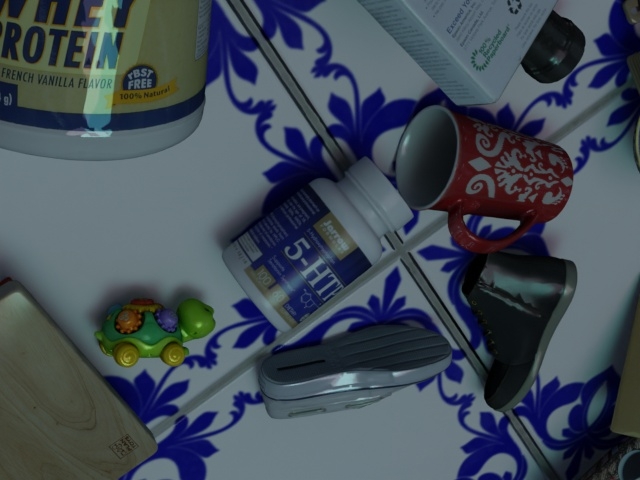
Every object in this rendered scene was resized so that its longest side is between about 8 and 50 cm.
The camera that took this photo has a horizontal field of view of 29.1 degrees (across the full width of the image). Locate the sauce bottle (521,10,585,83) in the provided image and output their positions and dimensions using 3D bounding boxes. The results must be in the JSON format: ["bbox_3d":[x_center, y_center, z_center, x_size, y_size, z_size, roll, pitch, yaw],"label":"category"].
[{"bbox_3d":[0.131,-0.268,1.210,0.344,0.111,0.111,31,101,-31],"label":"sauce bottle"}]

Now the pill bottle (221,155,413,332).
[{"bbox_3d":[0.000,0.000,1.299,0.187,0.112,0.112,-39,124,0],"label":"pill bottle"}]

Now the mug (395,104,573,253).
[{"bbox_3d":[0.179,-0.058,1.339,0.169,0.113,0.150,9,86,-31],"label":"mug"}]

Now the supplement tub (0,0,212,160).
[{"bbox_3d":[-0.198,-0.247,1.015,0.228,0.228,0.316,-3,117,-21],"label":"supplement tub"}]

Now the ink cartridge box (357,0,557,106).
[{"bbox_3d":[0.116,-0.345,1.090,0.330,0.071,0.324,43,69,-27],"label":"ink cartridge box"}]

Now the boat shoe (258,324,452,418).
[{"bbox_3d":[0.039,0.155,1.428,0.226,0.083,0.075,-6,131,-7],"label":"boat shoe"}]

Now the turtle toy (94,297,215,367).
[{"bbox_3d":[-0.174,0.094,1.298,0.130,0.095,0.066,0,95,-23],"label":"turtle toy"}]

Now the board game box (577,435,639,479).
[{"bbox_3d":[0.476,0.343,1.588,0.291,0.232,0.141,-45,167,4],"label":"board game box"}]

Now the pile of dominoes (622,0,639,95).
[{"bbox_3d":[0.468,-0.214,1.369,0.251,0.040,0.196,-23,94,-10],"label":"pile of dominoes"}]

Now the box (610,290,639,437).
[{"bbox_3d":[0.462,0.158,1.528,0.164,0.021,0.201,12,86,13],"label":"box"}]

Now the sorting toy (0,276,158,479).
[{"bbox_3d":[-0.347,0.186,1.267,0.255,0.089,0.257,-35,124,-2],"label":"sorting toy"}]

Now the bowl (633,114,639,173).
[{"bbox_3d":[0.425,-0.110,1.421,0.170,0.080,0.170,0,91,-12],"label":"bowl"}]

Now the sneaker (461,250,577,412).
[{"bbox_3d":[0.211,0.103,1.474,0.118,0.083,0.222,14,118,-8],"label":"sneaker"}]
